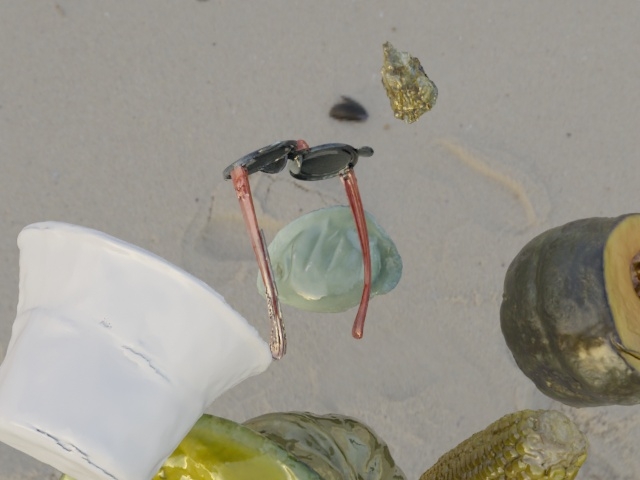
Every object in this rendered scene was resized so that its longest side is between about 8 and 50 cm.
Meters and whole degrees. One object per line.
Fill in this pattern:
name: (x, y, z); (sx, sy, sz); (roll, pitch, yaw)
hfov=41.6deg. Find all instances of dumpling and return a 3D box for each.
dumpling: (0.014, 0.039, 1.243); (0.219, 0.108, 0.152); (-2, 57, 11)

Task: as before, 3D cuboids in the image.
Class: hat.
hat: (-0.143, 0.090, 0.556); (0.203, 0.203, 0.126); (18, 61, 15)

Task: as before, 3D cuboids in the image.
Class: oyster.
oyster: (0.165, -0.290, 1.567); (0.121, 0.045, 0.146); (11, 90, 17)

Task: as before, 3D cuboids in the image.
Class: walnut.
walnut: (-0.032, 0.339, 0.981); (0.253, 0.277, 0.282); (40, 33, -7)

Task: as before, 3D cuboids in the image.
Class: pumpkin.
pumpkin: (0.440, 0.115, 1.359); (0.256, 0.225, 0.303); (-17, 79, -35)

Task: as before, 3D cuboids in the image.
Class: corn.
corn: (0.150, 0.227, 0.771); (0.097, 0.261, 0.097); (13, 49, -15)

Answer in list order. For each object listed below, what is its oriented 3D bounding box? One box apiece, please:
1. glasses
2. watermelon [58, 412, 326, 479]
glasses: (0.000, 0.000, 1.089); (0.118, 0.234, 0.268); (-23, 79, 36)
watermelon: (-0.096, 0.305, 0.607); (0.331, 0.189, 0.331); (-2, 67, 4)
